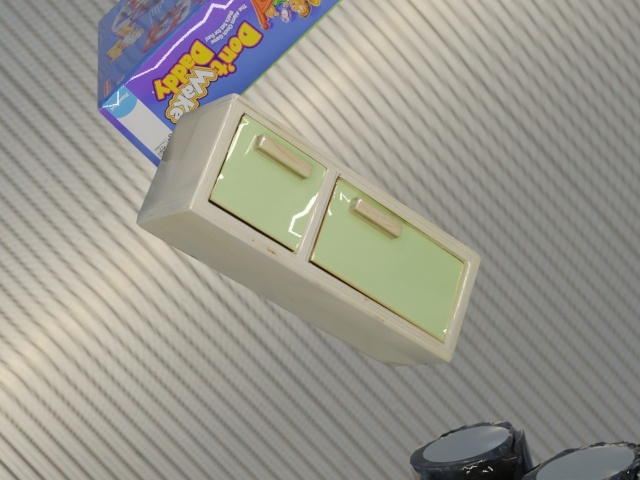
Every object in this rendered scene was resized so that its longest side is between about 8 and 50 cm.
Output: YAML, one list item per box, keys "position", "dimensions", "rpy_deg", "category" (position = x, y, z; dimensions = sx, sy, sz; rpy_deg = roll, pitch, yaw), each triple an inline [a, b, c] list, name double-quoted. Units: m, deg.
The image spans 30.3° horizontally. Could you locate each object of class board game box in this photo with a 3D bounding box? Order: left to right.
- position: [-0.102, -0.222, 1.116]
  dimensions: [0.233, 0.347, 0.078]
  rpy_deg: [-42, 113, 8]
  category: "board game box"

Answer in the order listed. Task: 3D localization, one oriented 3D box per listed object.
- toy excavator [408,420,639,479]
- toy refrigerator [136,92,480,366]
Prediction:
- position: [0.107, 0.329, 0.837]
  dimensions: [0.445, 0.433, 0.222]
  rpy_deg: [-22, 100, -32]
  category: "toy excavator"
- position: [0.000, 0.000, 0.946]
  dimensions: [0.269, 0.094, 0.102]
  rpy_deg: [32, 66, -28]
  category: "toy refrigerator"
